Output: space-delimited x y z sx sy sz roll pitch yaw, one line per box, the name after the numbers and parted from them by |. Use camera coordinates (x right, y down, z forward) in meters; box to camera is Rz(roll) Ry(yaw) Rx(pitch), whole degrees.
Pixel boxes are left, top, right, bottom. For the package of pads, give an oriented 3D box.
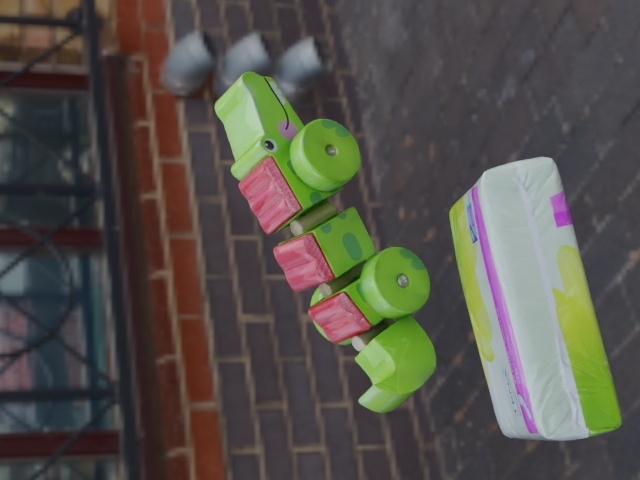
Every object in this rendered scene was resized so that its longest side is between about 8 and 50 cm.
0.230 0.075 1.465 0.229 0.101 0.296 110 148 -82 | package of pads

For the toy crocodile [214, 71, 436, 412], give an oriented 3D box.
0.000 0.000 1.229 0.115 0.105 0.340 -30 89 51 | toy crocodile
